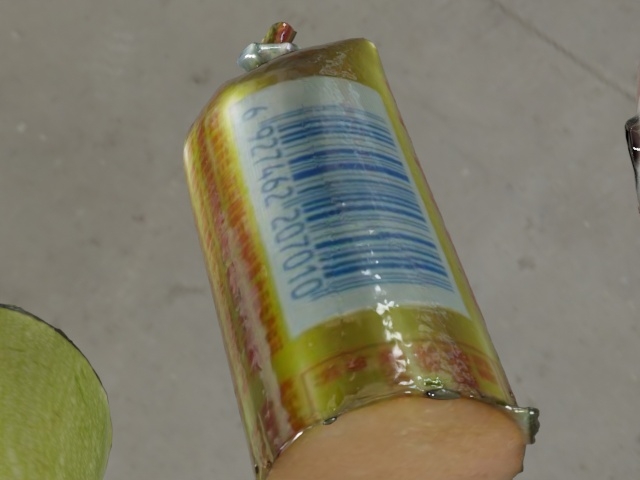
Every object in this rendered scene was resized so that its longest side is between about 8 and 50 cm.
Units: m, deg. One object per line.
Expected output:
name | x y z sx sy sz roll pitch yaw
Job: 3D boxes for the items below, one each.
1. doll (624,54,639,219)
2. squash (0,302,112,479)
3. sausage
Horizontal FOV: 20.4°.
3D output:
doll | 0.128 -0.013 0.464 0.093 0.211 0.262 -5 34 10
squash | -0.088 0.096 0.456 0.094 0.094 0.224 -41 24 3
sausage | -0.001 0.002 0.843 0.125 0.117 0.317 -52 35 29
